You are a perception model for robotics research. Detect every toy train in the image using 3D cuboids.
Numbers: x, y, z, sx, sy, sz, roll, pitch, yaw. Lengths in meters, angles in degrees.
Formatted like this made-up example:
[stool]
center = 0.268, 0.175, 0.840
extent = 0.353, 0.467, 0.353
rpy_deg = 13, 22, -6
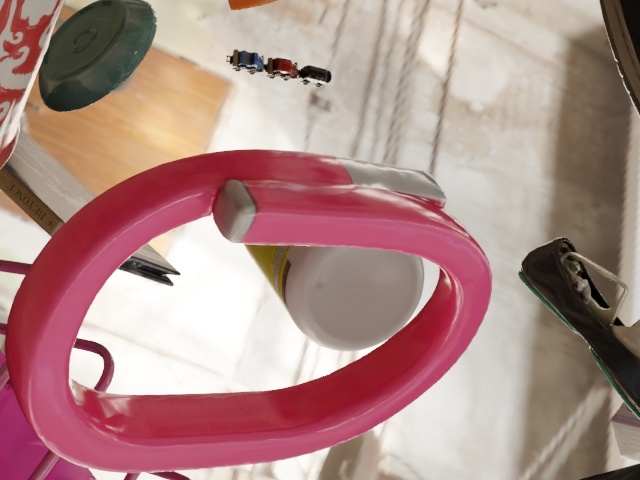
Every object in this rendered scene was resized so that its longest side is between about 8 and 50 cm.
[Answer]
[toy train]
center = -0.053, -0.229, 1.626
extent = 0.036, 0.158, 0.027
rpy_deg = -7, -101, 57

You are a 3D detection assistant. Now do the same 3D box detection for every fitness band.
[fitness band]
center = -0.030, 0.048, 0.683
extent = 0.209, 0.290, 0.054
rpy_deg = -60, -135, 29

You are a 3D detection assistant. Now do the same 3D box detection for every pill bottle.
[pill bottle]
center = 0.000, 0.000, 1.048
extent = 0.117, 0.117, 0.215
rpy_deg = -63, -153, 13

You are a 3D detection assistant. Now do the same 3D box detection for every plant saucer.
[plant saucer]
center = -0.187, -0.158, 0.990
extent = 0.119, 0.021, 0.119
rpy_deg = -20, -133, 22

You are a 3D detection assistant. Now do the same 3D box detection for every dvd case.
[dvd case]
center = -0.216, -0.047, 0.923
extent = 0.018, 0.221, 0.164
rpy_deg = -52, 161, 3

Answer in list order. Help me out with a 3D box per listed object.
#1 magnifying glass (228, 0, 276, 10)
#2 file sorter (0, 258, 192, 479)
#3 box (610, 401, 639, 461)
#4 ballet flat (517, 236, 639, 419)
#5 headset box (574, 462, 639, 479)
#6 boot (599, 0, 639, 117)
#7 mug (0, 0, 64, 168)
[magnifying glass]
center = -0.060, -0.227, 0.586
extent = 0.092, 0.231, 0.026
rpy_deg = -5, -164, 35
[file sorter]
center = -0.211, 0.173, 0.799
extent = 0.182, 0.291, 0.202
rpy_deg = 7, -132, 34
[box]
center = 0.492, 0.241, 1.392
extent = 0.324, 0.067, 0.063
rpy_deg = 7, -142, 44
[ballet flat]
center = 0.263, 0.077, 1.107
extent = 0.074, 0.203, 0.074
rpy_deg = -32, 158, -15
[headset box]
center = 0.269, 0.298, 0.935
extent = 0.131, 0.246, 0.283
rpy_deg = -117, -161, -57
[boot]
center = 0.475, -0.157, 1.231
extent = 0.284, 0.377, 0.138
rpy_deg = -30, 163, 21
[mug]
center = -0.160, -0.107, 0.458
extent = 0.169, 0.150, 0.113
rpy_deg = -49, -123, 43
